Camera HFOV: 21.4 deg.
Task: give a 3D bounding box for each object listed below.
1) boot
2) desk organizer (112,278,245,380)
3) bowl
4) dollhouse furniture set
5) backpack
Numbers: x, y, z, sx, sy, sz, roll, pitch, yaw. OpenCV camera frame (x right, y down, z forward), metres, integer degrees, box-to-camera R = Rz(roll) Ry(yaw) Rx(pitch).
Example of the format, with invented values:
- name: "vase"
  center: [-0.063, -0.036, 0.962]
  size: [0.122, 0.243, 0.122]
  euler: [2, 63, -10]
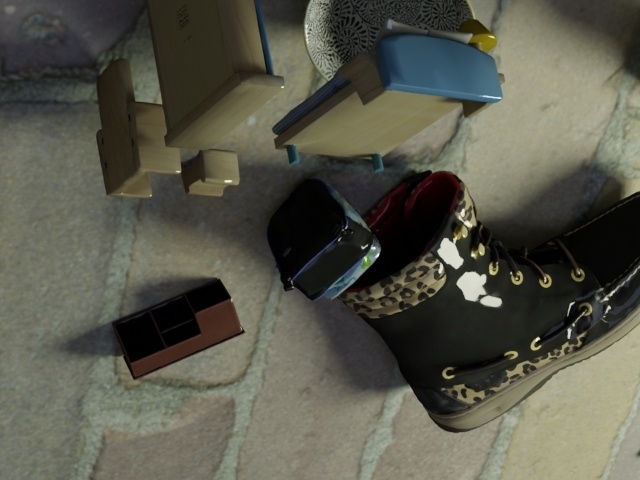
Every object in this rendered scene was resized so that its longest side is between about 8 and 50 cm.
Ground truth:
- name: "boot"
  center: [0.209, 0.024, 1.890]
  size: [0.377, 0.138, 0.284]
  euler: [-37, 129, 9]
- name: "desk organizer"
  center: [-0.153, 0.094, 1.822]
  size: [0.130, 0.047, 0.050]
  euler: [-23, 126, -9]
- name: "bowl"
  center: [0.070, -0.224, 1.675]
  size: [0.170, 0.080, 0.170]
  euler: [2, 127, 3]
- name: "dollhouse furniture set"
  center: [-0.024, -0.176, 1.632]
  size: [0.303, 0.198, 0.286]
  euler: [3, 157, -35]
- name: "backpack"
  center: [0.000, 0.000, 1.785]
  size: [0.105, 0.114, 0.084]
  euler: [-45, 129, 12]
